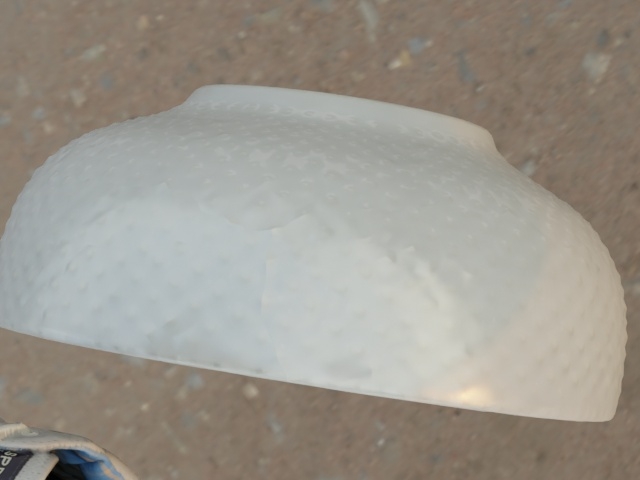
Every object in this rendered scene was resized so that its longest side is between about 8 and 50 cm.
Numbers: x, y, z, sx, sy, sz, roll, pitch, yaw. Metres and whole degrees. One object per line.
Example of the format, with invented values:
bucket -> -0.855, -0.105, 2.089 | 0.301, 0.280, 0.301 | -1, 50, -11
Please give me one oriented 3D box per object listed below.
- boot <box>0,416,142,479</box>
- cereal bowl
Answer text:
boot -> -0.147, 0.067, 0.604 | 0.123, 0.258, 0.095 | 9, 72, 33
cereal bowl -> 0.000, 0.000, 0.918 | 0.339, 0.339, 0.141 | 7, 88, 26
